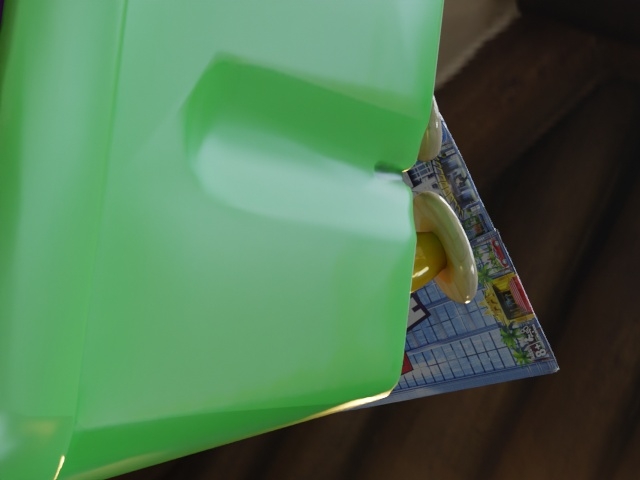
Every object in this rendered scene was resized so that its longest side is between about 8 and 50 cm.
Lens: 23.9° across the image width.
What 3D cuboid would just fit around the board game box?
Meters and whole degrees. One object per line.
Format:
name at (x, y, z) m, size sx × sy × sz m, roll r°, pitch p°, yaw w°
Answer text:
board game box at (0.028, 0.035, 1.002) m, size 0.194 × 0.060 × 0.194 m, roll -25°, pitch -91°, yaw 0°

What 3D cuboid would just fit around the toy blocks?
toy blocks at (-0.018, -0.002, 0.632) m, size 0.148 × 0.123 × 0.054 m, roll -22°, pitch -157°, yaw -15°

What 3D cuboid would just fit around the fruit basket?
fruit basket at (-0.159, -0.120, 0.390) m, size 0.283 × 0.392 × 0.392 m, roll 4°, pitch -121°, yaw 49°
